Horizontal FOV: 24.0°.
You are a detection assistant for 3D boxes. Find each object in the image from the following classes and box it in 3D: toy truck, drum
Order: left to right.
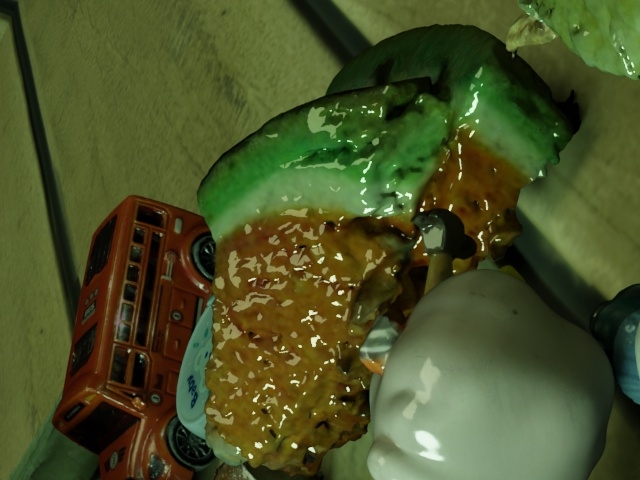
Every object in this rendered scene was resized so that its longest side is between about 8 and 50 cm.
[{"bbox_3d":[-0.146,0.094,1.223,0.107,0.114,0.253,-40,35,47],"label":"toy truck"},{"bbox_3d":[-0.032,0.048,1.089,0.253,0.049,0.130,-55,27,32],"label":"drum"}]

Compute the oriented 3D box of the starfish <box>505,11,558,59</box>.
[{"bbox_3d":[0.231,-0.232,0.700,0.301,0.084,0.294,-14,54,59],"label":"starfish"}]

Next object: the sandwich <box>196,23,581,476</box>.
[{"bbox_3d":[0.000,0.000,0.919,0.301,0.162,0.250,-66,19,2],"label":"sandwich"}]

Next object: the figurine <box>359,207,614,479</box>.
[{"bbox_3d":[0.077,0.100,0.664,0.112,0.137,0.229,-2,100,54],"label":"figurine"}]

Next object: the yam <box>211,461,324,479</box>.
[{"bbox_3d":[-0.056,0.202,0.989,0.141,0.079,0.079,-59,25,20],"label":"yam"}]

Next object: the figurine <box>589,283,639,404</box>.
[{"bbox_3d":[0.154,0.057,0.640,0.136,0.079,0.077,16,127,63],"label":"figurine"}]

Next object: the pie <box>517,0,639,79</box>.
[{"bbox_3d":[0.174,-0.202,0.616,0.306,0.071,0.306,-39,37,38],"label":"pie"}]

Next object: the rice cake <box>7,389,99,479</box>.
[{"bbox_3d":[-0.228,0.180,1.398,0.336,0.066,0.063,-54,27,31],"label":"rice cake"}]
